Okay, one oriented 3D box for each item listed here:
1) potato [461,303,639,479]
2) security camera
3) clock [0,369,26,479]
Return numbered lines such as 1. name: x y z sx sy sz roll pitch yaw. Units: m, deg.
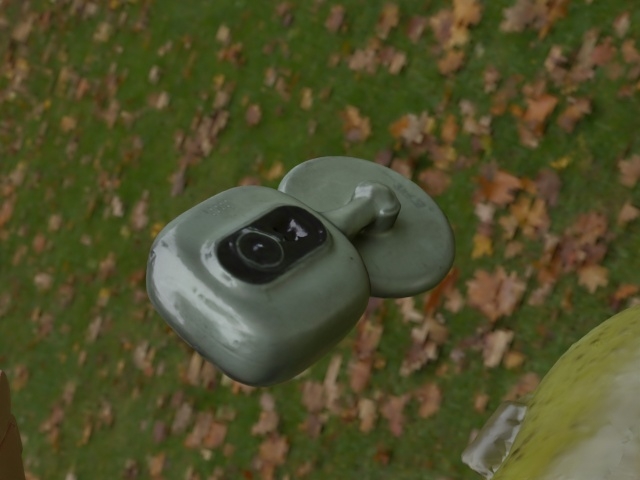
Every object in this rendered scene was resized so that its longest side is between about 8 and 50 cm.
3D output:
1. potato: 0.114 0.126 0.405 0.148 0.197 0.228 -20 59 44
2. security camera: 0.000 0.000 1.076 0.157 0.301 0.080 38 131 18
3. clock: -0.328 0.199 0.977 0.142 0.241 0.227 -91 -2 -62
